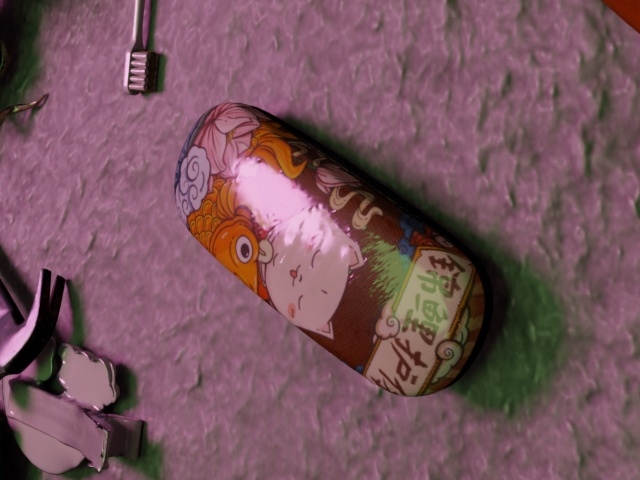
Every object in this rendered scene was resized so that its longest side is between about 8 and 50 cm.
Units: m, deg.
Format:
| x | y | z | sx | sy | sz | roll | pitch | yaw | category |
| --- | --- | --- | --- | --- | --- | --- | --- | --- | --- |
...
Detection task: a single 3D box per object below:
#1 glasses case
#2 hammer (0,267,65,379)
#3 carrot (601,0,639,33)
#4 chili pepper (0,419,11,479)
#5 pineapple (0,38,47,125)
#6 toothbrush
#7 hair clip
| x | y | z | sx | sy | sz | roll | pitch | yaw | category |
| --- | --- | --- | --- | --- | --- | --- | --- | --- | --- |
| 0.000 | 0.000 | 0.936 | 0.321 | 0.082 | 0.122 | 37 | 111 | 33 | glasses case |
| -0.359 | 0.018 | 1.242 | 0.137 | 0.037 | 0.290 | -41 | 56 | 8 | hammer |
| 0.264 | -0.160 | 0.640 | 0.331 | 0.214 | 0.193 | 48 | 123 | 24 | carrot |
| -0.347 | 0.273 | 1.235 | 0.098 | 0.061 | 0.224 | -11 | 87 | 60 | chili pepper |
| -0.403 | -0.232 | 1.210 | 0.262 | 0.262 | 0.271 | 29 | 132 | 36 | pineapple |
| -0.156 | -0.305 | 1.097 | 0.030 | 0.025 | 0.342 | 8 | 96 | 32 | toothbrush |
| -0.261 | 0.167 | 1.175 | 0.220 | 0.054 | 0.140 | 15 | 104 | 41 | hair clip |
